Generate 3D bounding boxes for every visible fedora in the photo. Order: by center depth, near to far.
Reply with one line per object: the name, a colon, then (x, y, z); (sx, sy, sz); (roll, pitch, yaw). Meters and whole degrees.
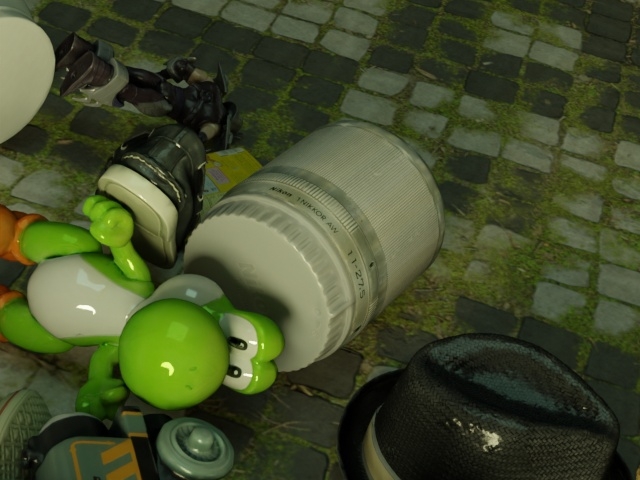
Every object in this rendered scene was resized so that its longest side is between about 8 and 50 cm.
fedora: (0.189, 0.203, 1.357); (0.334, 0.152, 0.334); (8, 38, -6)

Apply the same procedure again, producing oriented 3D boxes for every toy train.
toy train: (-0.158, 0.279, 1.146); (0.190, 0.142, 0.334); (9, 35, -28)

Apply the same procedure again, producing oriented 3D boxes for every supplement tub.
supplement tub: (-0.520, -0.277, 1.701); (0.228, 0.228, 0.316); (-26, 52, -39)

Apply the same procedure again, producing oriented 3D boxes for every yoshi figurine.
yoshi figurine: (-0.221, 0.078, 1.336); (0.362, 0.203, 0.203); (15, 50, 17)

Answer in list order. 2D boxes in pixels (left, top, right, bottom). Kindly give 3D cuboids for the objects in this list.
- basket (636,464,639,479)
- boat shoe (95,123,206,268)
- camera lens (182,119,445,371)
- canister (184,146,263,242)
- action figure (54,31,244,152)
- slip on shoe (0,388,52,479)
basket: (0.452, 0.302, 1.223); (0.223, 0.213, 0.299); (7, 49, -6)
boat shoe: (-0.186, -0.057, 1.450); (0.127, 0.340, 0.113); (35, 76, 1)
camera lens: (0.000, 0.000, 1.506); (0.219, 0.219, 0.274); (29, 40, 20)
canister: (-0.151, -0.057, 1.656); (0.170, 0.073, 0.126); (-15, 45, -33)
action figure: (-0.220, -0.195, 1.762); (0.285, 0.099, 0.185); (19, 37, -34)
slip on shoe: (-0.328, 0.250, 1.185); (0.101, 0.123, 0.331); (-8, 29, 17)
